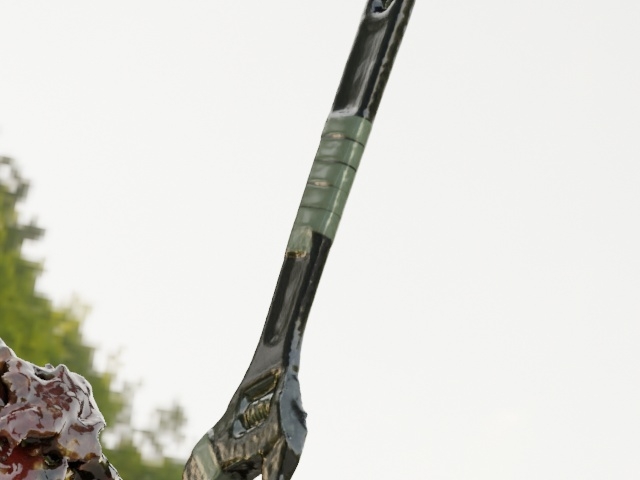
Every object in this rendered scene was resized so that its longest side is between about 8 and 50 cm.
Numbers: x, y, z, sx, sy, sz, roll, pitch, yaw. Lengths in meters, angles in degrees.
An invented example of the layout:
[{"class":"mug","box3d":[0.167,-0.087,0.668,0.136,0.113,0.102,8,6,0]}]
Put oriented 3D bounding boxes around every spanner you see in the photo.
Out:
[{"class":"spanner","box3d":[0.000,0.000,0.937,0.024,0.316,0.087,26,-17,-25]}]

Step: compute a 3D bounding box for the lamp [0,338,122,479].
[{"class":"lamp","box3d":[-0.174,0.126,0.746,0.227,0.227,0.227,4,-32,2]}]
